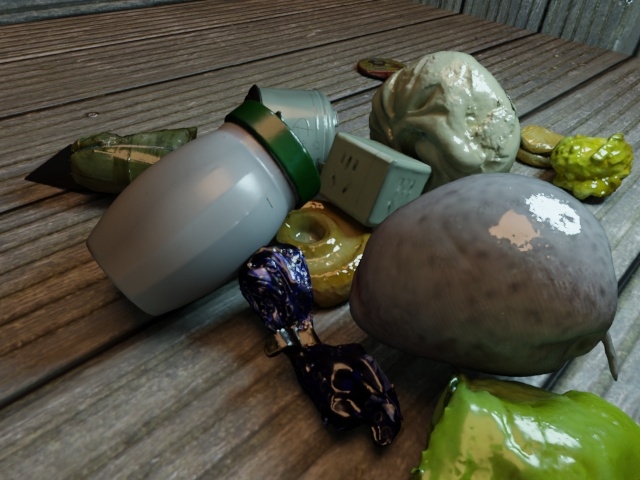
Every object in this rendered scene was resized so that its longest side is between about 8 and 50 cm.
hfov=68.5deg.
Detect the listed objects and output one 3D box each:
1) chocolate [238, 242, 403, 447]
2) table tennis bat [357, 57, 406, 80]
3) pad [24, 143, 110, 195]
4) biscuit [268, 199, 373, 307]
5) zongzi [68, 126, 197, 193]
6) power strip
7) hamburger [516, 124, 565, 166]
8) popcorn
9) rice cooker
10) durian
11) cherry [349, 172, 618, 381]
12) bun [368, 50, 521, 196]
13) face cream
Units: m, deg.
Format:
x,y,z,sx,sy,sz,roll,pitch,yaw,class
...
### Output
x,y,z,sx,sy,sz,roll,pitch,yaw,class
-0.012,0.160,0.702,0.148,0.126,0.343,-10,50,-39,chocolate
0.251,-0.658,1.834,0.200,0.038,0.310,-3,35,-8,table tennis bat
-0.563,-0.175,1.136,0.243,0.004,0.164,12,45,14,pad
0.000,-0.001,0.924,0.213,0.091,0.274,-25,45,-30,biscuit
-0.421,-0.213,1.086,0.250,0.125,0.274,10,45,-14,zongzi
0.086,-0.133,0.961,0.139,0.140,0.224,1,28,-44,power strip
0.616,-0.268,1.331,0.147,0.083,0.138,33,42,29,hamburger
0.690,-0.196,1.198,0.197,0.156,0.197,-12,25,6,popcorn
-0.092,-0.236,1.099,0.227,0.241,0.280,-2,1,-15,rice cooker
0.229,0.255,0.533,0.339,0.204,0.256,7,26,9,durian
0.225,0.053,0.657,0.335,0.291,0.326,-5,9,-20,cherry
0.248,-0.209,1.026,0.211,0.360,0.359,-31,50,-27,bun
-0.195,-0.052,0.800,0.357,0.219,0.312,-42,19,-14,face cream
